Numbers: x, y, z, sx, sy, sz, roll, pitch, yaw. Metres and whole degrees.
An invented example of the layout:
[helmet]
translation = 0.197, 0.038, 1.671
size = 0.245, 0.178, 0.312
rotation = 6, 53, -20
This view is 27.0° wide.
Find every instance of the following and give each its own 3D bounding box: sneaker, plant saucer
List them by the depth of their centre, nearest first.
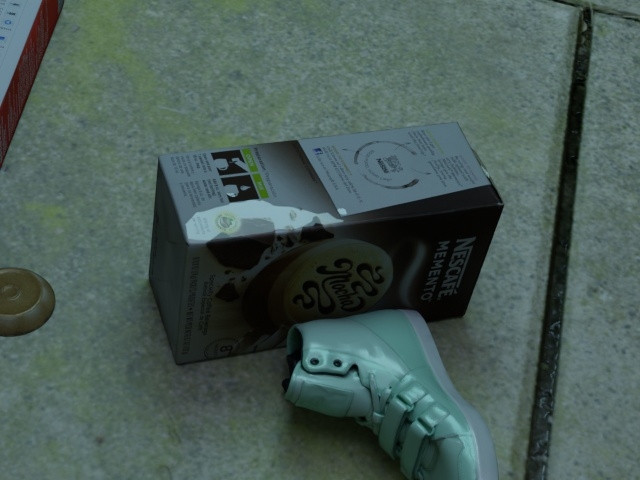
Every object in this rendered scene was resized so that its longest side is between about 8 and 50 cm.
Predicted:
[sneaker]
translation = 0.050, 0.162, 1.155
size = 0.151, 0.094, 0.256
rotation = -2, 38, -21
[plant saucer]
translation = -0.290, 0.052, 1.247
size = 0.083, 0.015, 0.083
rotation = 6, 46, -6

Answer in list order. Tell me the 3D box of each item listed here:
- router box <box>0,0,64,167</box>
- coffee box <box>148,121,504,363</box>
[router box]
translation = -0.473, -0.227, 1.428
size = 0.336, 0.082, 0.301
rotation = 10, 46, -2
[coffee box]
translation = 0.000, 0.000, 1.249
size = 0.297, 0.168, 0.119
rotation = -9, 49, -18
